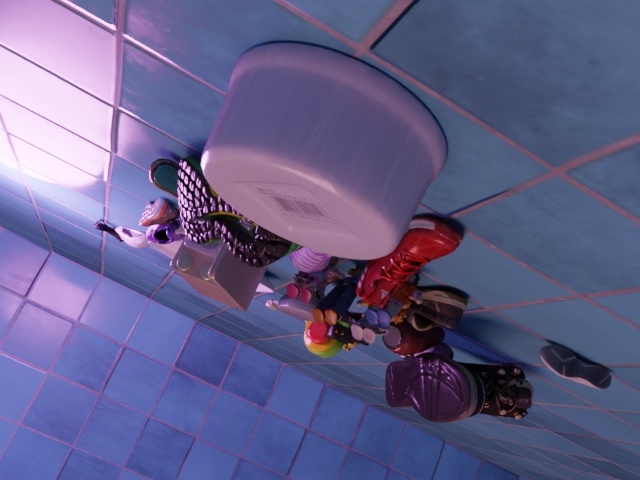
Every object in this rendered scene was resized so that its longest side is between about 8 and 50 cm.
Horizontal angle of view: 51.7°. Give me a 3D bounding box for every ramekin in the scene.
[{"bbox_3d":[-0.004,-0.088,0.781,0.277,0.135,0.277,22,163,7],"label":"ramekin"}]

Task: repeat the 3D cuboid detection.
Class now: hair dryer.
[{"bbox_3d":[0.140,0.178,1.434,0.293,0.080,0.223,15,-169,-11],"label":"hair dryer"}]

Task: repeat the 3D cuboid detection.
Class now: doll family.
[{"bbox_3d":[0.071,0.104,1.235,0.263,0.163,0.118,16,129,28],"label":"doll family"}]

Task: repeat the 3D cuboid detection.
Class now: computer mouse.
[{"bbox_3d":[-0.563,-0.010,1.920,0.193,0.042,0.106,13,158,34],"label":"computer mouse"}]

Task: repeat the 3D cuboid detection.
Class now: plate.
[{"bbox_3d":[-0.283,0.054,1.730,0.278,0.045,0.277,34,160,-29],"label":"plate"}]

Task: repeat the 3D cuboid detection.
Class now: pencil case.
[{"bbox_3d":[0.000,0.000,1.132,0.088,0.086,0.206,-8,170,-11],"label":"pencil case"}]

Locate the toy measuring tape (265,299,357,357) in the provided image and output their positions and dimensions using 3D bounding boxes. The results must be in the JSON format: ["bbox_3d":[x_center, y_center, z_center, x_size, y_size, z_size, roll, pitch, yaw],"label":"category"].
[{"bbox_3d":[-0.039,0.261,1.906,0.330,0.121,0.121,13,160,33],"label":"toy measuring tape"}]

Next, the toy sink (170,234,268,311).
[{"bbox_3d":[-0.210,0.030,1.381,0.131,0.153,0.234,19,163,17],"label":"toy sink"}]

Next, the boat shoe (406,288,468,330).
[{"bbox_3d":[0.198,0.138,1.285,0.080,0.073,0.223,28,164,-20],"label":"boat shoe"}]

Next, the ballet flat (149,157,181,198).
[{"bbox_3d":[-0.228,-0.090,1.223,0.206,0.073,0.067,39,-175,-34],"label":"ballet flat"}]

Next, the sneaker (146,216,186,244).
[{"bbox_3d":[-0.376,-0.021,1.564,0.170,0.071,0.068,-9,107,52],"label":"sneaker"}]

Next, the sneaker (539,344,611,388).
[{"bbox_3d":[0.478,0.245,1.269,0.152,0.053,0.061,27,165,-11],"label":"sneaker"}]

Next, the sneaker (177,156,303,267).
[{"bbox_3d":[-0.120,-0.051,1.053,0.146,0.134,0.343,-14,-152,-37],"label":"sneaker"}]

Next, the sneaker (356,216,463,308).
[{"bbox_3d":[0.130,0.046,1.010,0.087,0.128,0.221,28,163,-12],"label":"sneaker"}]

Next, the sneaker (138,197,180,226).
[{"bbox_3d":[-0.366,-0.052,1.508,0.065,0.061,0.158,26,165,-27],"label":"sneaker"}]

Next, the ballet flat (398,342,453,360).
[{"bbox_3d":[0.245,0.273,1.641,0.074,0.074,0.203,31,164,-20],"label":"ballet flat"}]

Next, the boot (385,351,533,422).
[{"bbox_3d":[0.328,0.322,1.426,0.284,0.138,0.377,7,166,-16],"label":"boot"}]

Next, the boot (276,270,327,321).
[{"bbox_3d":[-0.030,0.098,1.371,0.095,0.123,0.258,21,172,-6],"label":"boot"}]
